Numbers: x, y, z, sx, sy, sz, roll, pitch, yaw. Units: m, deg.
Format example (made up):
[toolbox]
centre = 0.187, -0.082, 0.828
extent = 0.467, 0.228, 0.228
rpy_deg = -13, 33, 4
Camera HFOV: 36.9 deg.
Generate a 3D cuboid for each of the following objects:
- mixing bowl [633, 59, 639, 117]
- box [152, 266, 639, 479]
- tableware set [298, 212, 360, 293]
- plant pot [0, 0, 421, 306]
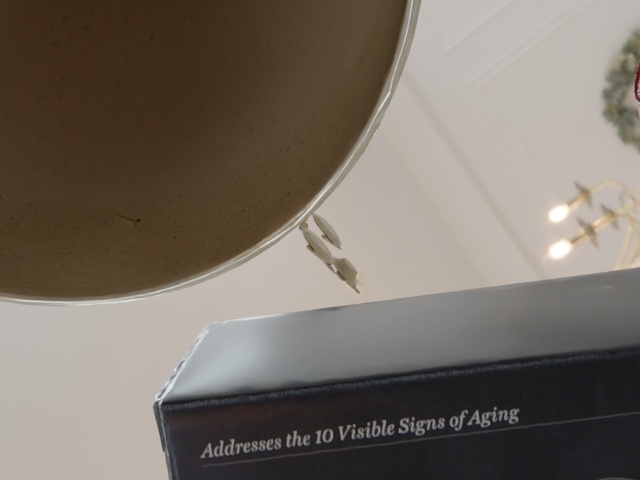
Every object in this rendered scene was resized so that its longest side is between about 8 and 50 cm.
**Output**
[mixing bowl]
centre = 0.253, -0.106, 0.575
extent = 0.098, 0.182, 0.181
rpy_deg = 20, -154, 1
[box]
centre = 0.137, 0.302, 0.882
extent = 0.297, 0.479, 0.472
rpy_deg = -82, -16, -80
[tableware set]
centre = 0.000, 0.000, 1.381
extent = 0.141, 0.020, 0.169
rpy_deg = 37, -163, -43
[plant pot]
centre = -0.098, -0.143, 0.378
extent = 0.284, 0.284, 0.191
rpy_deg = 45, -153, -19
